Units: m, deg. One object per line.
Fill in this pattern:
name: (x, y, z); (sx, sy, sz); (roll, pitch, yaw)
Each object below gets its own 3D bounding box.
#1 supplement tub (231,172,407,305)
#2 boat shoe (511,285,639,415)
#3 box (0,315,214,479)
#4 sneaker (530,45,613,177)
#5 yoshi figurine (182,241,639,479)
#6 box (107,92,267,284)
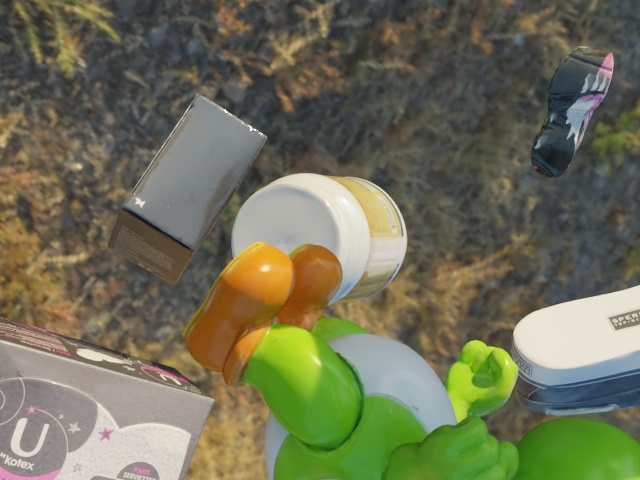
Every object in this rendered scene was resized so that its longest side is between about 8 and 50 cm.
supplement tub: (0.000, 0.000, 1.299); (0.144, 0.144, 0.200); (-63, 162, 11)
boat shoe: (0.329, 0.106, 1.132); (0.301, 0.108, 0.102); (-12, 132, -4)
box: (-0.263, 0.189, 1.223); (0.247, 0.142, 0.163); (20, 90, -25)
sneaker: (0.323, -0.172, 1.560); (0.178, 0.072, 0.077); (-65, 171, 16)
yoshi figurine: (0.092, 0.128, 0.827); (0.203, 0.362, 0.203); (-39, 163, -26)
box: (-0.148, -0.052, 1.313); (0.156, 0.093, 0.158); (-60, -175, -21)
